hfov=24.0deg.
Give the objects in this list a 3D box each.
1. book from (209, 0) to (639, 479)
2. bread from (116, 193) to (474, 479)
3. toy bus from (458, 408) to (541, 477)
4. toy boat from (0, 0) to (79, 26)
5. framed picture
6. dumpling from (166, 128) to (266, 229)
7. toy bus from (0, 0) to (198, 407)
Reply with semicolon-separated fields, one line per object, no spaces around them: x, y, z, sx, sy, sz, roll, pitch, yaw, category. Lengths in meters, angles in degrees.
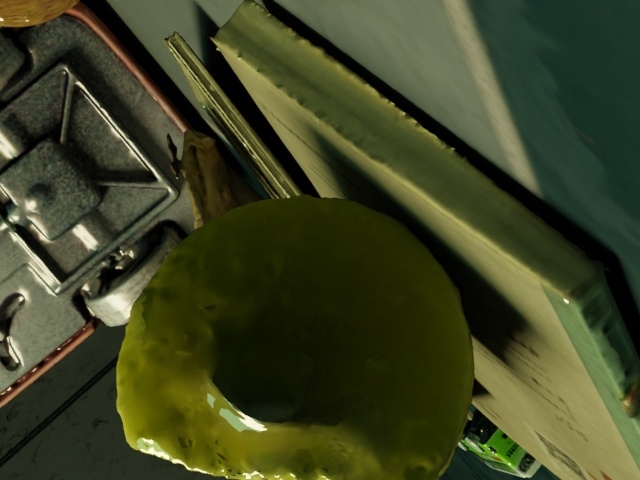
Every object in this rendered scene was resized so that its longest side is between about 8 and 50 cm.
0.074;0.039;0.630;0.215;0.025;0.283;41;170;39;book
-0.001;0.046;0.566;0.129;0.111;0.114;19;168;15;bread
0.097;0.106;0.812;0.037;0.031;0.083;39;172;-1;toy bus
-0.154;-0.162;0.648;0.115;0.089;0.310;57;173;6;toy boat
0.000;0.000;0.780;0.231;0.010;0.173;52;178;5;framed picture
-0.004;0.066;0.951;0.332;0.086;0.166;57;-165;-58;dumpling
-0.276;0.021;1.033;0.203;0.427;0.233;51;-177;-17;toy bus
